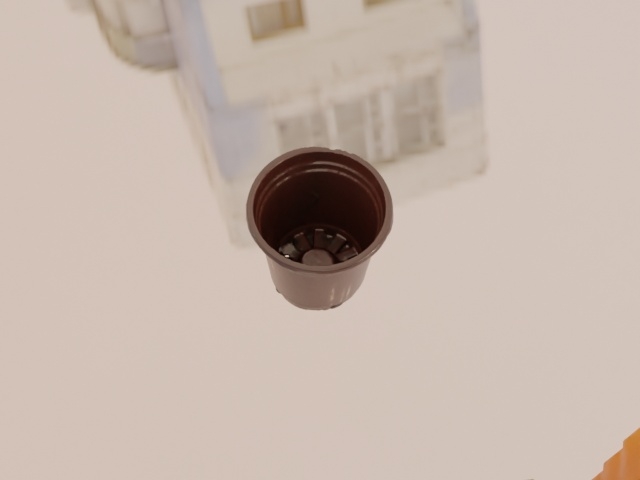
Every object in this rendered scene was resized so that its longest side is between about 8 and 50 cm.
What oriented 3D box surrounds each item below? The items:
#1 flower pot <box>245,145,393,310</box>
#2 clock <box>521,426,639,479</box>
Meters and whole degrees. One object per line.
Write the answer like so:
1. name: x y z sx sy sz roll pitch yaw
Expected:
1. flower pot: 0.000 0.000 1.474 0.111 0.089 0.111 -1 -123 1
2. clock: 0.221 0.235 1.211 0.220 0.255 0.106 -11 -141 19
